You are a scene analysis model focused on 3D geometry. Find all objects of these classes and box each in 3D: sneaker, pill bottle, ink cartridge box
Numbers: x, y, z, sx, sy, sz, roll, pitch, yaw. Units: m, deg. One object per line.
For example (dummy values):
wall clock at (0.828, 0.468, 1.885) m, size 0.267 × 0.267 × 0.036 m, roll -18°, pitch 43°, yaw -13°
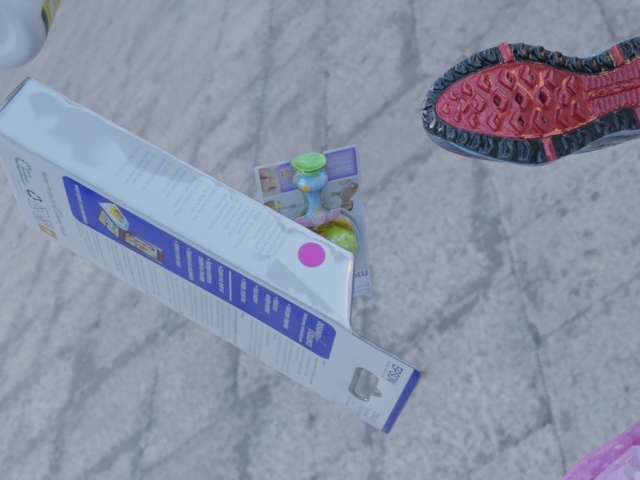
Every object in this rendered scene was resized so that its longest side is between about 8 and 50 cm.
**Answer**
sneaker at (0.197, -0.103, 0.903) m, size 0.125 × 0.262 × 0.104 m, roll 139°, pitch 120°, yaw -65°
pill bottle at (-0.256, -0.238, 0.860) m, size 0.103 × 0.103 × 0.184 m, roll -28°, pitch 41°, yaw 40°
ink cartridge box at (-0.083, 0.019, 0.828) m, size 0.069 × 0.371 × 0.176 m, roll -55°, pitch -10°, yaw -23°

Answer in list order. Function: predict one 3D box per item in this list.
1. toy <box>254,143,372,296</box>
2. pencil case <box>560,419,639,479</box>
toy at (0.000, 0.000, 1.358) m, size 0.137 × 0.237 × 0.056 m, roll -14°, pitch 31°, yaw -9°
pencil case at (0.181, 0.168, 0.302) m, size 0.284 × 0.124 × 0.124 m, roll 33°, pitch 83°, yaw 33°
